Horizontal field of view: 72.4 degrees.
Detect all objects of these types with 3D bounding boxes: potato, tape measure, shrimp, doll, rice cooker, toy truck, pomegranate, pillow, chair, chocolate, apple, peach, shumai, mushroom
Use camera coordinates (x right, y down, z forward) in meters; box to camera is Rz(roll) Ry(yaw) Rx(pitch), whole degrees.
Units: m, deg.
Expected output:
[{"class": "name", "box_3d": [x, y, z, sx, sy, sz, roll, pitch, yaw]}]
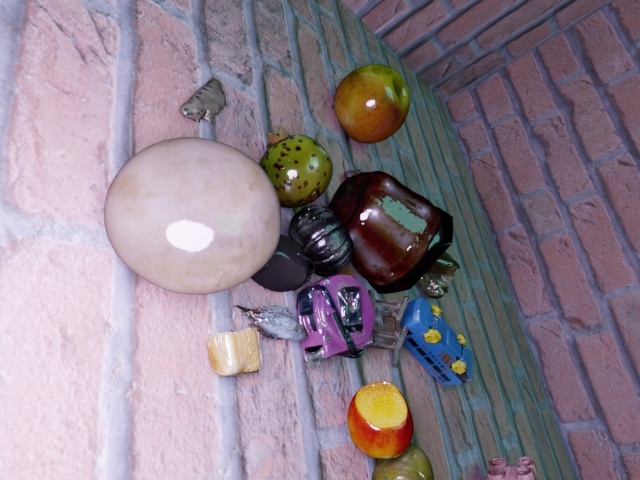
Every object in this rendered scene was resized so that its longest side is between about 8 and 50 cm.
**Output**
[{"class": "potato", "box_3d": [0.228, 0.663, 1.212, 0.298, 0.176, 0.141, -2, 75, -79]}, {"class": "tape measure", "box_3d": [0.049, 0.222, 1.247, 0.231, 0.149, 0.245, -4, 75, -41]}, {"class": "shrimp", "box_3d": [-0.124, 0.202, 1.115, 0.232, 0.079, 0.090, 31, 83, -32]}, {"class": "shrimp", "box_3d": [0.158, -0.252, 1.809, 0.073, 0.075, 0.190, 43, 11, 30]}, {"class": "doll", "box_3d": [0.713, 0.966, 1.616, 0.284, 0.216, 0.269, -9, 82, -58]}, {"class": "rice cooker", "box_3d": [-0.110, 0.060, 1.168, 0.203, 0.142, 0.118, 33, 32, -42]}, {"class": "toy truck", "box_3d": [0.436, 0.391, 1.668, 0.385, 0.162, 0.161, 47, 37, -21]}, {"class": "pomegranate", "box_3d": [-0.103, -0.218, 1.341, 0.230, 0.231, 0.285, 17, 11, -48]}, {"class": "pillow", "box_3d": [-0.323, -0.394, 1.260, 0.093, 0.051, 0.241, 47, 35, -24]}, {"class": "chair", "box_3d": [0.205, 0.300, 1.467, 0.271, 0.147, 0.136, 93, 6, -50]}, {"class": "chocolate", "box_3d": [0.196, -0.066, 1.474, 0.331, 0.383, 0.384, 42, 39, -27]}, {"class": "apple", "box_3d": [0.232, -0.604, 1.935, 0.339, 0.339, 0.340, 32, 45, -38]}, {"class": "peach", "box_3d": [0.167, 0.492, 1.211, 0.190, 0.190, 0.193, 14, 76, -49]}, {"class": "shumai", "box_3d": [0.459, 0.126, 1.933, 0.272, 0.204, 0.222, 39, 20, 28]}, {"class": "mushroom", "box_3d": [-0.267, -0.041, 0.945, 0.362, 0.295, 0.363, 11, 54, -16]}]

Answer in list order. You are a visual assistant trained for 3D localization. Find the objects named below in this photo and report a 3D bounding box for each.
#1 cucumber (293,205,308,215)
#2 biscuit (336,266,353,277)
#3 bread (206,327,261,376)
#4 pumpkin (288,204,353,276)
[{"class": "cucumber", "box_3d": [-0.070, -0.158, 1.444, 0.056, 0.056, 0.250, 18, 57, -47]}, {"class": "biscuit", "box_3d": [0.070, 0.189, 1.419, 0.166, 0.036, 0.226, 9, 63, -47]}, {"class": "bread", "box_3d": [-0.195, 0.251, 0.979, 0.125, 0.082, 0.106, 18, 64, -60]}, {"class": "pumpkin", "box_3d": [0.000, 0.000, 1.301, 0.220, 0.161, 0.220, 51, -9, 11]}]
